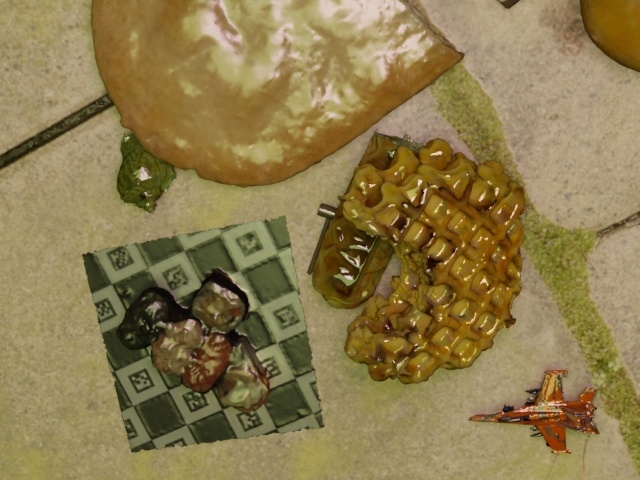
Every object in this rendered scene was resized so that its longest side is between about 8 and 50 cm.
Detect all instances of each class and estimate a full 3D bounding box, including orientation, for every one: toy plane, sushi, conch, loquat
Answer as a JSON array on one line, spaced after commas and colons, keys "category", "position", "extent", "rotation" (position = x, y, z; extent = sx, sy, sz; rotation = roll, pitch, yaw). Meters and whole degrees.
[{"category": "toy plane", "position": [0.315, 0.254, 1.699], "extent": [0.188, 0.062, 0.135], "rotation": [-3, 104, 21]}, {"category": "sushi", "position": [-0.180, 0.156, 1.712], "extent": [0.320, 0.069, 0.340], "rotation": [-8, 103, 8]}, {"category": "conch", "position": [-0.253, -0.098, 1.668], "extent": [0.089, 0.074, 0.121], "rotation": [-11, 85, -23]}, {"category": "loquat", "position": [0.442, -0.324, 1.462], "extent": [0.243, 0.244, 0.244], "rotation": [1, 104, 5]}]

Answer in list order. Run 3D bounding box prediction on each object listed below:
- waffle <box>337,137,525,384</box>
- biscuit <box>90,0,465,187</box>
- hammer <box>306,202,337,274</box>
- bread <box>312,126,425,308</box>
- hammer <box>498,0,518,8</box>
[{"category": "waffle", "position": [0.144, 0.034, 1.560], "extent": [0.261, 0.151, 0.324], "rotation": [-11, 121, -18]}, {"category": "biscuit", "position": [-0.104, -0.294, 1.575], "extent": [0.446, 0.104, 0.429], "rotation": [-34, 99, 12]}, {"category": "hammer", "position": [0.000, 0.000, 1.685], "extent": [0.035, 0.019, 0.110], "rotation": [20, 110, 1]}, {"category": "bread", "position": [0.070, -0.024, 1.635], "extent": [0.087, 0.098, 0.269], "rotation": [37, 110, 39]}, {"category": "hammer", "position": [0.344, -0.397, 1.492], "extent": [0.297, 0.125, 0.027], "rotation": [-38, 88, 32]}]
